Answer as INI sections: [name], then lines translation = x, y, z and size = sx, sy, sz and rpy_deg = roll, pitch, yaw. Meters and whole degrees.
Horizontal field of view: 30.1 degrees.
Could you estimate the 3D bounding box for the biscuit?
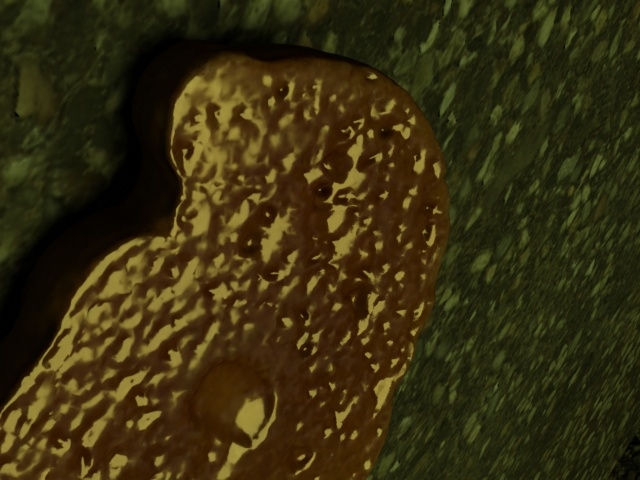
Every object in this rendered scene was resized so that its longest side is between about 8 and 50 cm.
[biscuit]
translation = -0.063, 0.085, 0.833
size = 0.350, 0.078, 0.455
rpy_deg = 32, 85, -41
